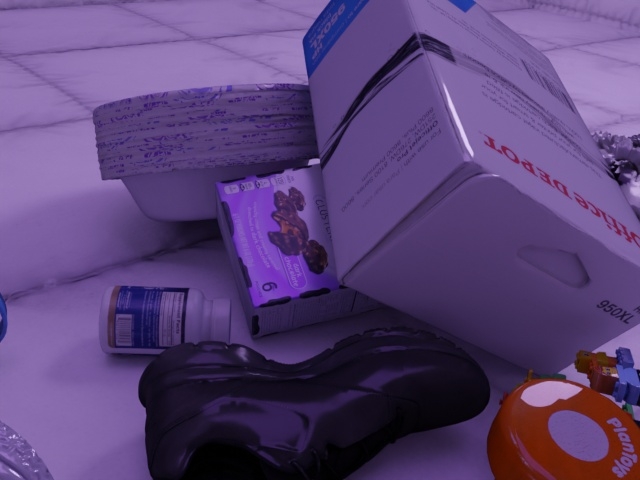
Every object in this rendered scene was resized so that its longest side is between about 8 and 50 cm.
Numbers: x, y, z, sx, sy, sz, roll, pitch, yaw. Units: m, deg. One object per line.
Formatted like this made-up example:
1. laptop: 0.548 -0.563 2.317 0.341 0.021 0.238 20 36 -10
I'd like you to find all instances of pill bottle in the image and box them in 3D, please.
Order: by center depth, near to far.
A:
1. pill bottle: -0.148 0.078 0.707 0.120 0.067 0.067 2 27 -5

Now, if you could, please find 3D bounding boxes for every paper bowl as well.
1. paper bowl: -0.133 -0.106 0.922 0.284 0.148 0.284 -7 7 1

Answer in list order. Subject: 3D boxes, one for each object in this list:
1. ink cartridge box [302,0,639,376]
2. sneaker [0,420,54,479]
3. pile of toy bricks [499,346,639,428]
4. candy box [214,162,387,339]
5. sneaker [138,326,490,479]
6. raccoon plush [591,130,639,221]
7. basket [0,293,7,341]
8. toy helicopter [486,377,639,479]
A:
1. ink cartridge box: 0.149 -0.094 0.754 0.285 0.166 0.395 26 37 -29
2. sneaker: -0.279 0.171 0.405 0.268 0.101 0.153 -10 19 33
3. pile of toy bricks: 0.195 0.140 0.583 0.105 0.118 0.212 11 18 13
4. candy box: 0.000 0.000 0.790 0.196 0.070 0.165 -12 57 -14
5. sneaker: 0.000 0.150 0.581 0.286 0.109 0.130 -6 38 -5
6. raccoon plush: 0.432 -0.048 1.012 0.299 0.216 0.446 -2 -4 16
7. basket: -0.427 0.022 0.570 0.289 0.255 0.201 -16 30 -14
8. toy helicopter: 0.175 0.242 0.322 0.235 0.140 0.355 14 38 -1
